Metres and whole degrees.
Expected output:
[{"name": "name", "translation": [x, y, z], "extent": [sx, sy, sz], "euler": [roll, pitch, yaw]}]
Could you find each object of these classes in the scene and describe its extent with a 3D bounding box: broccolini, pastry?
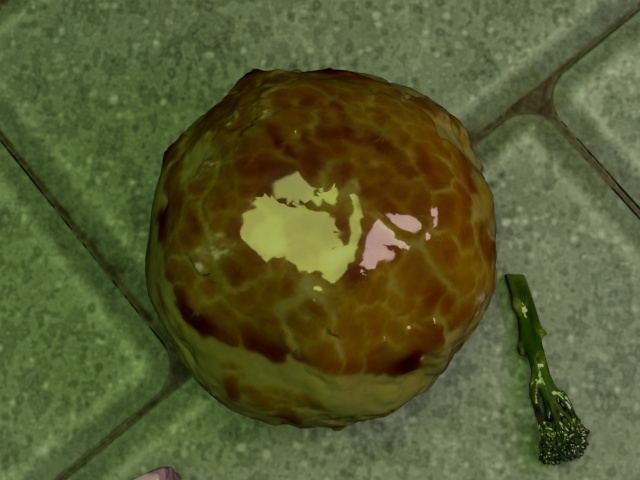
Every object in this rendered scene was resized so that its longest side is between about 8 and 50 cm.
[{"name": "broccolini", "translation": [0.247, 0.135, 1.727], "extent": [0.058, 0.067, 0.216], "euler": [-9, 69, -1]}, {"name": "pastry", "translation": [0.000, 0.000, 1.637], "extent": [0.388, 0.312, 0.389], "euler": [-1, 82, 6]}]

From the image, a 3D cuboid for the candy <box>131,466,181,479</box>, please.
[{"name": "candy", "translation": [-0.251, 0.345, 1.661], "extent": [0.265, 0.155, 0.116], "euler": [-27, 82, -2]}]
